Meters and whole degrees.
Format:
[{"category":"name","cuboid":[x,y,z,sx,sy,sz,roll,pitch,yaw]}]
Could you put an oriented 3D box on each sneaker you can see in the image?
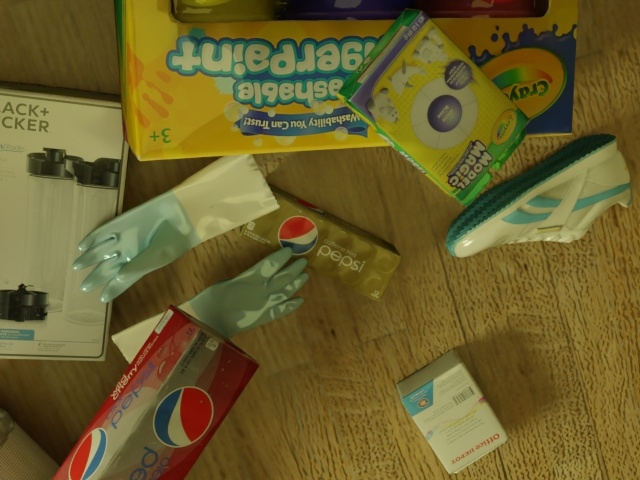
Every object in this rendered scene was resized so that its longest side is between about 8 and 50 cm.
[{"category":"sneaker","cuboid":[0.255,-0.032,1.008,0.228,0.087,0.092,-28,106,4]}]

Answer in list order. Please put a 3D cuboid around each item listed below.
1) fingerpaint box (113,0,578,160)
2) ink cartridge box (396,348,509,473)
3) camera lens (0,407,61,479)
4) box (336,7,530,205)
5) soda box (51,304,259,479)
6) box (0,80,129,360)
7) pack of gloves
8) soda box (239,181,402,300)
[{"category":"fingerpaint box","cuboid":[0.025,-0.280,0.846,0.444,0.163,0.371,-4,104,-16]},{"category":"ink cartridge box","cuboid":[0.163,0.212,1.074,0.088,0.052,0.122,-32,103,3]},{"category":"camera lens","cuboid":[-0.366,0.340,0.967,0.219,0.219,0.274,-39,104,4]},{"category":"box","cuboid":[0.114,-0.116,0.809,0.179,0.043,0.105,37,93,-26]},{"category":"soda box","cuboid":[-0.182,0.205,0.899,0.092,0.083,0.263,38,82,-34]},{"category":"box","cuboid":[-0.304,-0.021,0.941,0.169,0.087,0.290,6,103,-19]},{"category":"pack of gloves","cuboid":[-0.132,0.040,0.932,0.232,0.046,0.195,-30,110,-3]},{"category":"soda box","cuboid":[0.000,0.000,1.005,0.181,0.058,0.061,26,100,-11]}]
